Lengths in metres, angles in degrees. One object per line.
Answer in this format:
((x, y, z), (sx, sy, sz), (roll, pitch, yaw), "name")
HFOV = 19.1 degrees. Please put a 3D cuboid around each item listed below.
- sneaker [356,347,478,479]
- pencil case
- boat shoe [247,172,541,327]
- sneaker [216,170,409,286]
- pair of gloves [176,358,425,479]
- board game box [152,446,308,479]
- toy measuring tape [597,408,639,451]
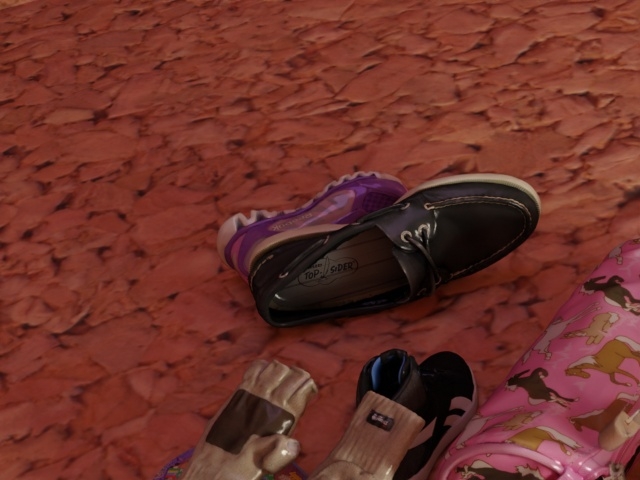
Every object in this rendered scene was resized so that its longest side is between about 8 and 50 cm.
((0.096, 0.142, 1.870), (0.079, 0.121, 0.217), (0, 30, 23), "sneaker")
((0.257, 0.143, 1.759), (0.167, 0.160, 0.386), (26, 41, 17), "pencil case")
((0.080, 0.021, 2.101), (0.340, 0.127, 0.113), (-11, 29, 9), "boat shoe")
((0.000, 0.000, 2.227), (0.236, 0.095, 0.104), (-20, 34, -1), "sneaker")
((-0.030, 0.220, 1.781), (0.240, 0.042, 0.204), (15, 68, 41), "pair of gloves")
((-0.095, 0.228, 1.892), (0.133, 0.033, 0.168), (-24, 29, -18), "board game box")
((0.401, 0.183, 1.625), (0.330, 0.121, 0.121), (-6, 24, -20), "toy measuring tape")
